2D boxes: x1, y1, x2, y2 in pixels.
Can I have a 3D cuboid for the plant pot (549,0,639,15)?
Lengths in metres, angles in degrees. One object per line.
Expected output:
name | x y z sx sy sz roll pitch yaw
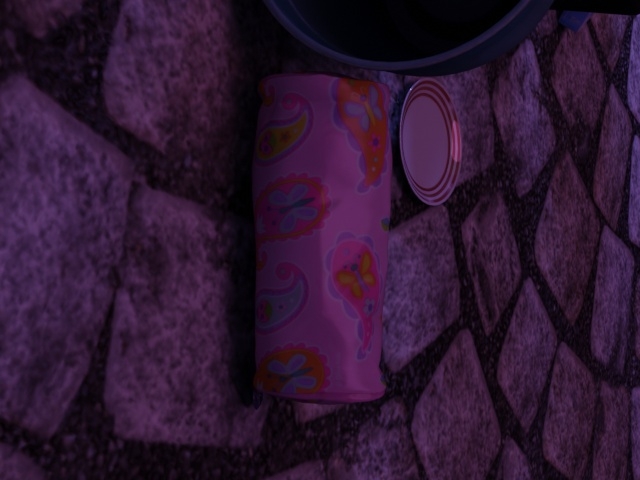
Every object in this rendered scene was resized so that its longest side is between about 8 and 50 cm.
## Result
plant pot | 0.304 -0.398 1.201 0.167 0.188 0.187 64 38 -63

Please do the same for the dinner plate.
dinner plate | 0.118 -0.109 1.117 0.141 0.017 0.141 3 86 -56

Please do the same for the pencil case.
pencil case | 0.000 0.000 0.862 0.124 0.124 0.284 -1 91 -55

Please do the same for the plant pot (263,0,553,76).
plant pot | 0.101 -0.268 0.905 0.255 0.272 0.271 0 89 -71

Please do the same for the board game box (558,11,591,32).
board game box | 0.434 -0.410 1.480 0.211 0.039 0.160 -44 168 -45
